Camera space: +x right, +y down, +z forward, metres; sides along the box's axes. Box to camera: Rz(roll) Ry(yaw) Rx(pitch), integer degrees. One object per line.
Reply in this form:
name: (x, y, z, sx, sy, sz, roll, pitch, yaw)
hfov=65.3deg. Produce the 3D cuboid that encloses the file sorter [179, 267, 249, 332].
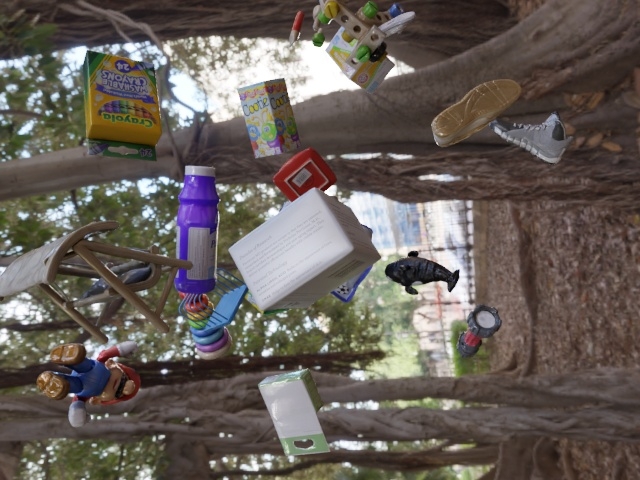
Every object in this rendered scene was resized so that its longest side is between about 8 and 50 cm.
file sorter: (-0.283, 0.156, 1.313, 0.105, 0.170, 0.118, 36, -123, -19)

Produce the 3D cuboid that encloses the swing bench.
swing bench: (-0.443, 0.075, 0.976, 0.255, 0.253, 0.165, 38, -128, -38)

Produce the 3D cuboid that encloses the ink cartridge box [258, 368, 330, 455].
ink cartridge box: (-0.069, 0.509, 1.474, 0.056, 0.171, 0.234, -27, -84, -59)

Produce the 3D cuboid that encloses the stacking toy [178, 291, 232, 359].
stacking toy: (-0.439, 0.278, 1.856, 0.141, 0.141, 0.330, -74, -26, -58)

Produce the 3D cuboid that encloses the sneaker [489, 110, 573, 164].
sneaker: (0.618, -0.329, 1.442, 0.132, 0.229, 0.086, -63, -8, 33)

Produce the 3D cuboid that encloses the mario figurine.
mario figurine: (-0.559, 0.360, 1.294, 0.170, 0.198, 0.320, 49, 172, 22)

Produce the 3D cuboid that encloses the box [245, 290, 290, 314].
box: (-0.186, 0.203, 1.732, 0.105, 0.179, 0.043, -7, -65, -36)

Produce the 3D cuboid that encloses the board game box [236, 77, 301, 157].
board game box: (-0.200, -0.480, 1.963, 0.142, 0.145, 0.275, -34, -65, -52)

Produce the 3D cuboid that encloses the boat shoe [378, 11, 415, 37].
boat shoe: (0.192, -0.533, 1.244, 0.035, 0.100, 0.035, 52, -156, -40)

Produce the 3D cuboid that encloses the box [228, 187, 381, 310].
box: (-0.019, 0.023, 0.836, 0.119, 0.182, 0.181, 60, -166, 16)

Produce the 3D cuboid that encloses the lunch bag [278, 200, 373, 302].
lunch bag: (0.000, 0.000, 1.905, 0.238, 0.386, 0.327, -60, 6, 23)

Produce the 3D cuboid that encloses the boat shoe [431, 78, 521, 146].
boat shoe: (0.271, -0.222, 0.878, 0.063, 0.170, 0.059, 62, 179, 25)

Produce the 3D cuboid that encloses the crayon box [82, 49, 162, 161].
crayon box: (-0.604, -0.410, 1.526, 0.203, 0.083, 0.322, 1, -112, -34)

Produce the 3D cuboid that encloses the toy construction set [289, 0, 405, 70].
toy construction set: (0.053, -0.557, 1.296, 0.257, 0.309, 0.237, 46, -135, -42)

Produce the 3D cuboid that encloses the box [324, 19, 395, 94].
box: (0.114, -0.545, 1.488, 0.103, 0.114, 0.203, 19, -149, -40)

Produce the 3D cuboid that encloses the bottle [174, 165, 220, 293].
bottle: (-0.277, -0.026, 1.132, 0.118, 0.092, 0.282, -136, 49, -82)

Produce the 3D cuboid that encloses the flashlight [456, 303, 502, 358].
flashlight: (0.521, 0.318, 1.679, 0.304, 0.103, 0.103, 87, 168, -58)

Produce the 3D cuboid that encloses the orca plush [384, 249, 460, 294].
orca plush: (0.312, 0.116, 1.664, 0.102, 0.287, 0.151, 7, -78, -42)

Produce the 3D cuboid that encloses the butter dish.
butter dish: (-0.059, -0.208, 1.554, 0.160, 0.160, 0.118, 47, -173, -38)
